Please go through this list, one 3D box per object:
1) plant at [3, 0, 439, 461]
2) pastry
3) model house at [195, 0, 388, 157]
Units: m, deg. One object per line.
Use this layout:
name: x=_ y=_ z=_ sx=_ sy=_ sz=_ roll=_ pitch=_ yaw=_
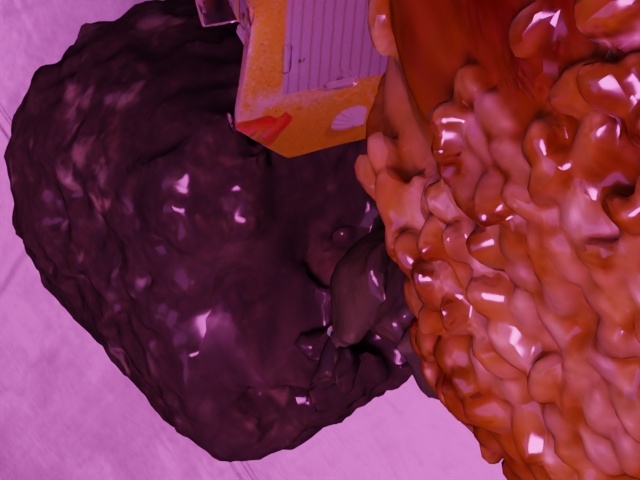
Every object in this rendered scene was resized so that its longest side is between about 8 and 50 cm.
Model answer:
plant: x=0.000 y=0.000 z=0.977 sx=0.312 sy=0.215 sz=0.213 roll=27 pitch=134 yaw=37
pastry: x=0.173 y=-0.015 z=0.660 sx=0.409 sy=0.245 sz=0.409 roll=34 pitch=148 yaw=25
model house: x=0.041 y=-0.165 z=0.835 sx=0.207 sy=0.219 sz=0.136 roll=91 pitch=158 yaw=-48
